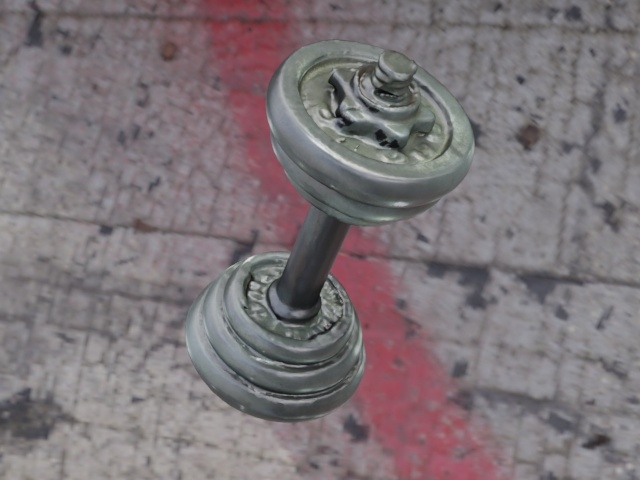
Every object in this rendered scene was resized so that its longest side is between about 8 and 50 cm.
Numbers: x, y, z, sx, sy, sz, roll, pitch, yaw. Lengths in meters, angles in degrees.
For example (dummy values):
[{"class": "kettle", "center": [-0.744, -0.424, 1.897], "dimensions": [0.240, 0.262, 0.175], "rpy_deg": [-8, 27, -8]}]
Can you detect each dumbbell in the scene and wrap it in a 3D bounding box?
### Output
[{"class": "dumbbell", "center": [0.000, 0.000, 1.297], "dimensions": [0.179, 0.179, 0.406], "rpy_deg": [50, 137, 27]}]
